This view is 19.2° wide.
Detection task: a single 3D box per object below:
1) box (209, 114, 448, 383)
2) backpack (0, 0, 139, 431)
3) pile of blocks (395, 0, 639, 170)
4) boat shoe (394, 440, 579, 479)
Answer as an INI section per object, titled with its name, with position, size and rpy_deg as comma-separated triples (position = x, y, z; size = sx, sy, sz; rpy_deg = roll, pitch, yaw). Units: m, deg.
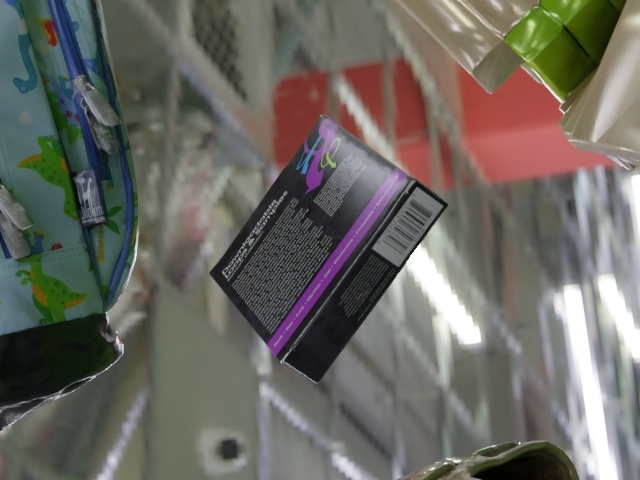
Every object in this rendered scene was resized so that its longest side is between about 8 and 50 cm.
[box]
position = 0.000, 0.000, 1.026
size = 0.029, 0.116, 0.162
rpy_deg = 34, -176, -24
[backpack]
position = -0.250, -0.061, 1.323
size = 0.356, 0.273, 0.290
rpy_deg = 62, 163, -3
[pile of blocks]
position = 0.194, -0.072, 0.771
size = 0.112, 0.362, 0.149
rpy_deg = 38, -106, -48
[boat shoe]
position = 0.070, 0.161, 0.947
size = 0.109, 0.098, 0.302
rpy_deg = 62, -163, 2
